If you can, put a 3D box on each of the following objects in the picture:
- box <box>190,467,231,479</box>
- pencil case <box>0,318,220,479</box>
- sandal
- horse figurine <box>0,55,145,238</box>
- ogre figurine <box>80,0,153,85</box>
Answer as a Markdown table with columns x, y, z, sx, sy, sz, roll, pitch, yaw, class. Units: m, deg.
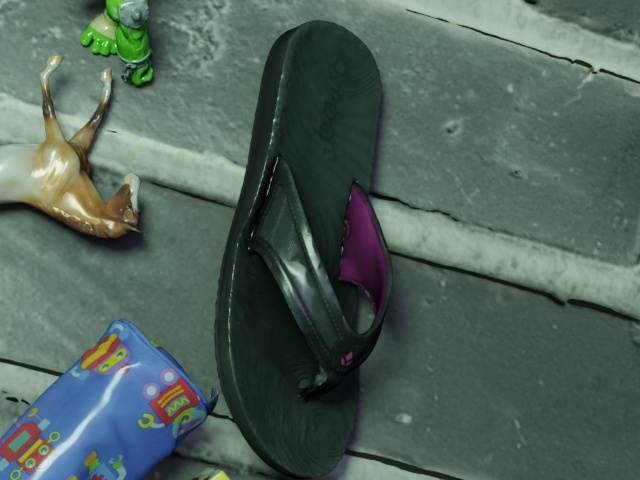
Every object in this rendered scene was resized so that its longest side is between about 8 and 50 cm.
| x | y | z | sx | sy | sz | roll | pitch | yaw | class |
| --- | --- | --- | --- | --- | --- | --- | --- | --- | --- |
| -0.168 | 0.298 | 1.088 | 0.232 | 0.087 | 0.058 | -38 | 92 | -18 | box |
| -0.232 | 0.212 | 1.073 | 0.119 | 0.133 | 0.306 | 29 | 68 | 38 | pencil case |
| -0.002 | -0.002 | 1.143 | 0.167 | 0.107 | 0.446 | 13 | 75 | -38 | sandal |
| -0.297 | -0.088 | 1.139 | 0.263 | 0.066 | 0.174 | 2 | 79 | -13 | horse figurine |
| -0.203 | -0.260 | 1.166 | 0.097 | 0.118 | 0.197 | 1 | 79 | -13 | ogre figurine |
